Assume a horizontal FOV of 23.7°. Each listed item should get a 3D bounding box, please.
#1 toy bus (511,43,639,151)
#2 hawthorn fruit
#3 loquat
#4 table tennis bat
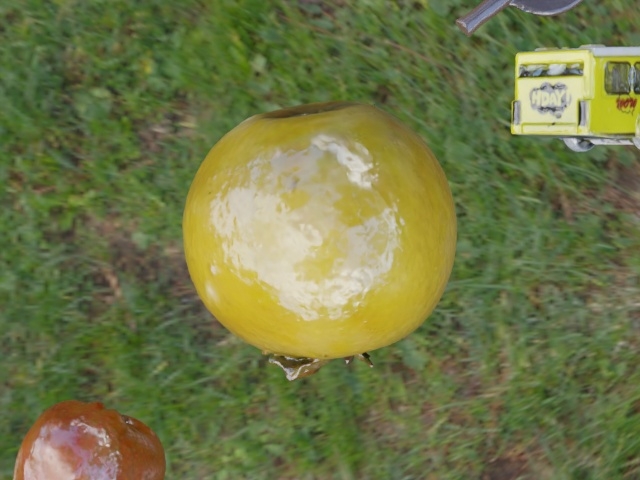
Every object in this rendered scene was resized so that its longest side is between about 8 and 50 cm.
[{"bbox_3d":[0.230,-0.099,1.049,0.081,0.226,0.074,4,98,52],"label":"toy bus"},{"bbox_3d":[-0.213,0.213,1.355,0.133,0.133,0.138,10,75,18],"label":"hawthorn fruit"},{"bbox_3d":[0.000,0.000,1.453,0.275,0.275,0.274,-1,88,18],"label":"loquat"},{"bbox_3d":[0.215,-0.273,1.535,0.170,0.119,0.107,-38,89,-3],"label":"table tennis bat"}]
